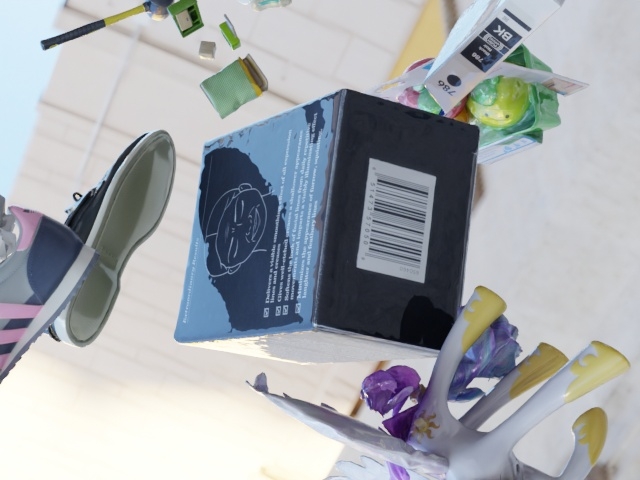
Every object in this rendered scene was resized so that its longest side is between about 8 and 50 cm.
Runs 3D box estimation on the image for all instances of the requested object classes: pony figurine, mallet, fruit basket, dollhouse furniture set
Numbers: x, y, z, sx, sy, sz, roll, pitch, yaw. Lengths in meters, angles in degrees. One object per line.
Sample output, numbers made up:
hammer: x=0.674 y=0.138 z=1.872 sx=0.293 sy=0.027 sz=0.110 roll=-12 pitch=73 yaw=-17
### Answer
pony figurine: x=0.130 y=0.232 z=1.580 sx=0.351 sy=0.363 sz=0.303 roll=27 pitch=161 yaw=45
mallet: x=-0.277 y=-0.292 z=1.857 sx=0.190 sy=0.062 sz=0.039 roll=-23 pitch=-95 yaw=-22
fruit basket: x=0.218 y=-0.222 z=2.347 sx=0.353 sy=0.327 sz=0.165 roll=-2 pitch=-103 yaw=-45
dollhouse furniture set: x=-0.132 y=-0.236 z=1.773 sx=0.076 sy=0.058 sz=0.151 roll=-31 pitch=-112 yaw=-6

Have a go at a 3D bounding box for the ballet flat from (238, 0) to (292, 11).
ballet flat: x=-0.116 y=-0.414 z=2.187 sx=0.086 sy=0.086 sz=0.248 roll=11 pitch=-158 yaw=-26

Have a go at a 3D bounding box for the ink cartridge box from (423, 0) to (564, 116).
ink cartridge box: x=0.239 y=-0.296 z=1.926 sx=0.065 sy=0.333 sz=0.165 roll=35 pitch=-127 yaw=-7

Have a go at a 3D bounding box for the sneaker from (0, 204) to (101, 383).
sneaker: x=-0.401 y=0.101 z=1.633 sx=0.131 sy=0.319 sz=0.112 roll=41 pitch=168 yaw=-12

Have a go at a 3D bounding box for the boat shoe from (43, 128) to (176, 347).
boat shoe: x=-0.307 y=-0.014 z=1.929 sx=0.113 sy=0.127 sz=0.340 roll=8 pitch=-115 yaw=28

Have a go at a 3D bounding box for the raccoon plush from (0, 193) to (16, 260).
raccoon plush: x=-0.449 y=0.105 z=0.972 sx=0.447 sy=0.299 sz=0.216 roll=-2 pitch=168 yaw=22

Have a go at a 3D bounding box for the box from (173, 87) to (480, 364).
box: x=0.000 y=0.000 z=1.836 sx=0.212 sy=0.293 sz=0.395 roll=13 pitch=168 yaw=-29
